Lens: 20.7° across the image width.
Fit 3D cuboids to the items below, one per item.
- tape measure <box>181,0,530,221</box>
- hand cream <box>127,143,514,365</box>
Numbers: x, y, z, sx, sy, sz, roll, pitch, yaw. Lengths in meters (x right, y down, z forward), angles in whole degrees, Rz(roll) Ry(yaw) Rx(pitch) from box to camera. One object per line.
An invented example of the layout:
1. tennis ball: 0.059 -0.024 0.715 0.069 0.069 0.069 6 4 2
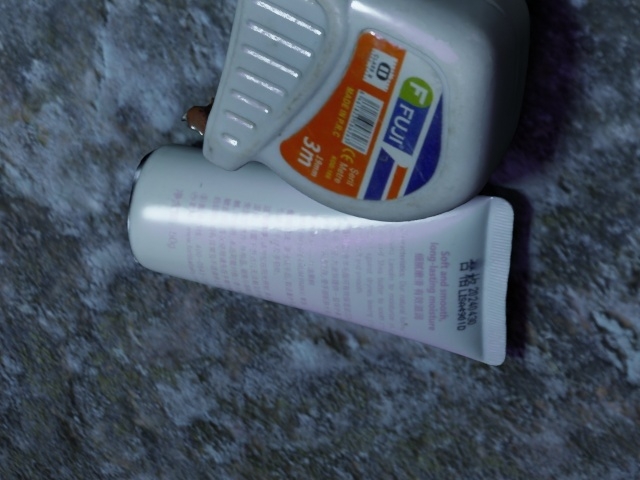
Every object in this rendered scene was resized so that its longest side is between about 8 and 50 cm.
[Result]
1. tape measure: 0.034 -0.138 1.410 0.265 0.130 0.258 27 139 7
2. hand cream: 0.000 0.000 1.573 0.359 0.118 0.185 13 127 18
